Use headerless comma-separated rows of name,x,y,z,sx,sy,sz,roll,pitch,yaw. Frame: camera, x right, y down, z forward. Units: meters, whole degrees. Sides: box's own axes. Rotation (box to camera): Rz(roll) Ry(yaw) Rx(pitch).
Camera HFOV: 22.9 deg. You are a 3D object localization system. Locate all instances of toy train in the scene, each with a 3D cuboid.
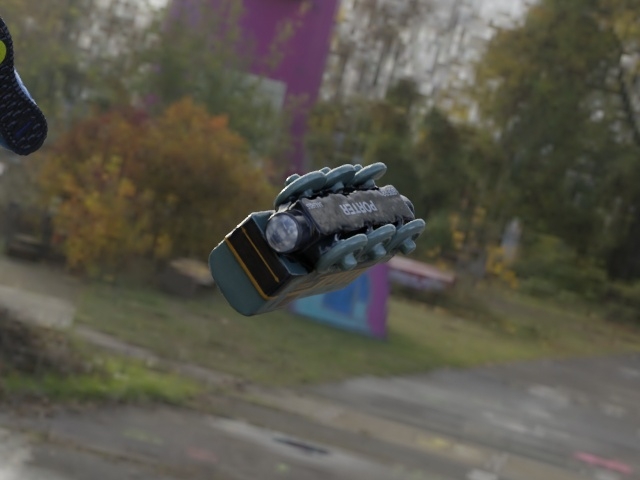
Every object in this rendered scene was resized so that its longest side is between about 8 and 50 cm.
toy train,0.000,0.000,2.049,0.142,0.190,0.334,56,26,11

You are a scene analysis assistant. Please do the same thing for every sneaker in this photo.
sneaker,-0.366,-0.182,1.711,0.082,0.069,0.209,31,-28,37
